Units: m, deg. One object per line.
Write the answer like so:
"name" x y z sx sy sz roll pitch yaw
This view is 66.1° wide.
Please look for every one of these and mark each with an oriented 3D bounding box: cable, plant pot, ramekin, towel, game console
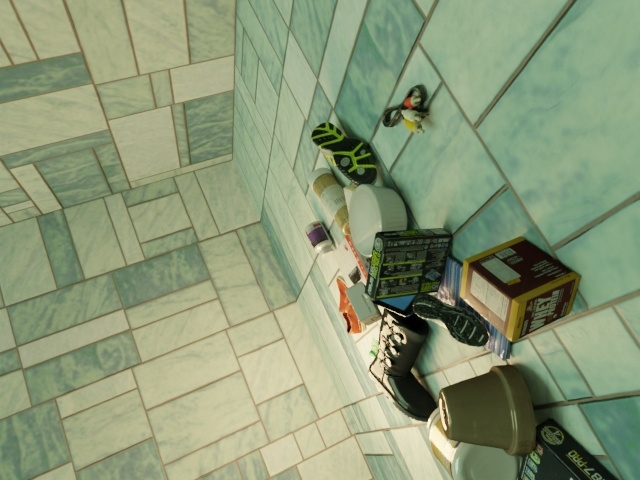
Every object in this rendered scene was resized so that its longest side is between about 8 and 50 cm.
"cable" 0.254 -0.416 1.562 0.287 0.072 0.139 -149 48 -63
"plant pot" 0.487 0.519 1.488 0.263 0.229 0.263 -6 -90 -89
"ramekin" 0.218 -0.078 1.855 0.273 0.127 0.273 175 90 -68
"towel" 0.495 0.204 1.595 0.336 0.040 0.243 41 144 53
"game console" 0.294 0.116 1.841 0.293 0.173 0.250 12 120 68

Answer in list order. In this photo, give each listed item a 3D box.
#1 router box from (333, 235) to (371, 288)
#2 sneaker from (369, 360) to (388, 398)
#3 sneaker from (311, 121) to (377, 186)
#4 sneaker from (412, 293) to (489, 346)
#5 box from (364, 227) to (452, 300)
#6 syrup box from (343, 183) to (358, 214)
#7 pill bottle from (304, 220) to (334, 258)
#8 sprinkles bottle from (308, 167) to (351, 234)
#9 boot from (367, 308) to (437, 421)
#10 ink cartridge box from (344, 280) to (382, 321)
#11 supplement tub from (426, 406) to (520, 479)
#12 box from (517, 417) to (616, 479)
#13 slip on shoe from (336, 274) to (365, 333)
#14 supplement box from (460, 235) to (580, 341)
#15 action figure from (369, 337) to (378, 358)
"router box" 0.194 0.153 2.308 0.335 0.082 0.301 65 161 15
"sneaker" 0.328 0.680 2.307 0.281 0.115 0.105 41 147 22
"sneaker" 0.116 -0.339 1.997 0.384 0.145 0.147 53 -174 35
"sneaker" 0.437 0.258 1.619 0.271 0.108 0.100 31 95 42
"box" 0.285 0.074 1.590 0.060 0.270 0.216 42 130 54
"syrup box" 0.177 -0.118 2.058 0.096 0.093 0.237 29 136 63
"pill bottle" 0.000 0.000 2.660 0.193 0.108 0.108 62 160 23
"sprinkles bottle" 0.070 -0.183 2.247 0.355 0.121 0.121 57 158 35
"boot" 0.385 0.510 2.071 0.367 0.146 0.445 33 131 28
"ink cartridge box" 0.185 0.268 2.068 0.148 0.086 0.203 64 -173 21
"supplement tub" 0.513 0.715 1.707 0.316 0.228 0.228 -160 52 -82
"box" 0.721 0.763 1.415 0.318 0.097 0.395 47 149 49
"slip on shoe" 0.144 0.347 2.626 0.123 0.101 0.331 174 78 -73
"supplement box" 0.494 0.116 1.238 0.194 0.191 0.129 49 153 48
"action figure" 0.333 0.587 2.397 0.232 0.063 0.137 43 147 41
